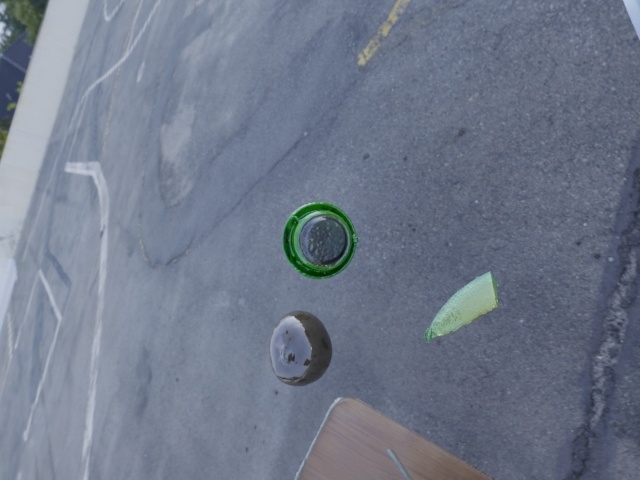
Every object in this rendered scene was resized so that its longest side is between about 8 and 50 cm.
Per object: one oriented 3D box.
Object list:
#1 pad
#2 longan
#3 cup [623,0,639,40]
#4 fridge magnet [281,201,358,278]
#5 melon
[{"bbox_3d":[0.083,0.385,0.554,0.283,0.287,0.018,-59,-3,-22],"label":"pad"},{"bbox_3d":[-0.052,0.274,1.142,0.189,0.189,0.189,-26,56,47],"label":"longan"},{"bbox_3d":[0.601,-0.324,0.582,0.275,0.357,0.259,-24,80,45],"label":"cup"},{"bbox_3d":[0.000,0.000,1.186,0.088,0.208,0.207,-179,103,-74],"label":"fridge magnet"},{"bbox_3d":[0.396,0.202,1.239,0.262,0.053,0.114,-40,36,7],"label":"melon"}]
